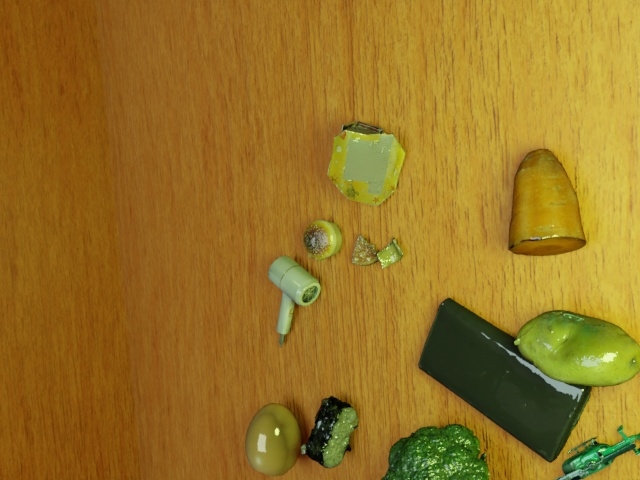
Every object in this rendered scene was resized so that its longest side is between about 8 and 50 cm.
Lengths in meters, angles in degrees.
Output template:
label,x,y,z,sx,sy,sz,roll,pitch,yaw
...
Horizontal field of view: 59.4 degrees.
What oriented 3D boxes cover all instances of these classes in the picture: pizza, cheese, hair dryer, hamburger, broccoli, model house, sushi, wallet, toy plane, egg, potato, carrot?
label,x,y,z,sx,sy,sz,roll,pitch,yaw
pizza,0.144,0.038,1.679,0.099,0.029,0.100,22,114,35
cheese,0.200,0.037,1.604,0.084,0.041,0.060,-40,73,26
hair dryer,-0.106,0.242,1.947,0.173,0.107,0.357,39,132,38
hamburger,0.000,0.000,1.785,0.141,0.081,0.126,-26,77,45
broccoli,0.313,0.616,1.425,0.304,0.321,0.283,-26,115,36
model house,0.121,-0.228,1.607,0.136,0.207,0.219,-98,12,-60
sushi,0.040,0.615,1.807,0.115,0.147,0.212,18,92,51
wallet,0.433,0.331,1.382,0.406,0.062,0.228,33,120,41
toy plane,0.600,0.457,1.197,0.235,0.096,0.060,-42,67,23
egg,-0.166,0.698,1.985,0.201,0.201,0.244,10,101,46
potato,0.538,0.222,1.172,0.248,0.169,0.143,9,133,56
carrot,0.477,-0.086,1.218,0.159,0.159,0.225,-16,74,47
